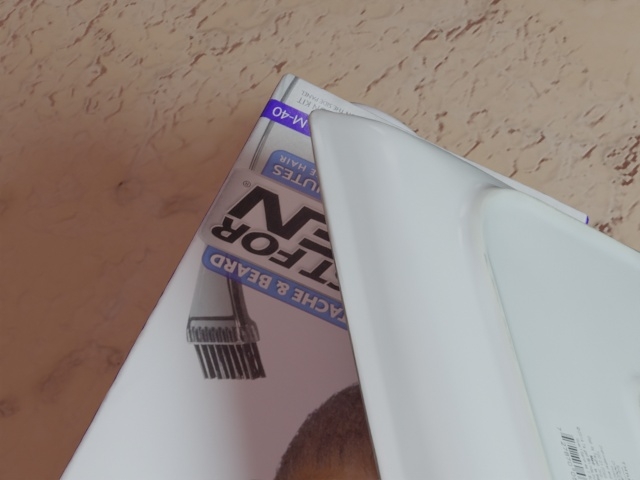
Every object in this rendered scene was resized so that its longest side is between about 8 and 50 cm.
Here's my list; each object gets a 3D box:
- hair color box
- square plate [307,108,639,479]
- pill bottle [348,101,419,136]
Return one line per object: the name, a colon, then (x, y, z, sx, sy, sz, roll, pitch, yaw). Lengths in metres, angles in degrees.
hair color box: (-0.005, 0.092, 0.682, 0.185, 0.110, 0.339, 25, 52, 0)
square plate: (0.154, 0.123, 0.602, 0.049, 0.344, 0.347, -36, 49, 31)
pill bottle: (0.000, 0.000, 0.867, 0.087, 0.087, 0.160, 22, 68, 28)
